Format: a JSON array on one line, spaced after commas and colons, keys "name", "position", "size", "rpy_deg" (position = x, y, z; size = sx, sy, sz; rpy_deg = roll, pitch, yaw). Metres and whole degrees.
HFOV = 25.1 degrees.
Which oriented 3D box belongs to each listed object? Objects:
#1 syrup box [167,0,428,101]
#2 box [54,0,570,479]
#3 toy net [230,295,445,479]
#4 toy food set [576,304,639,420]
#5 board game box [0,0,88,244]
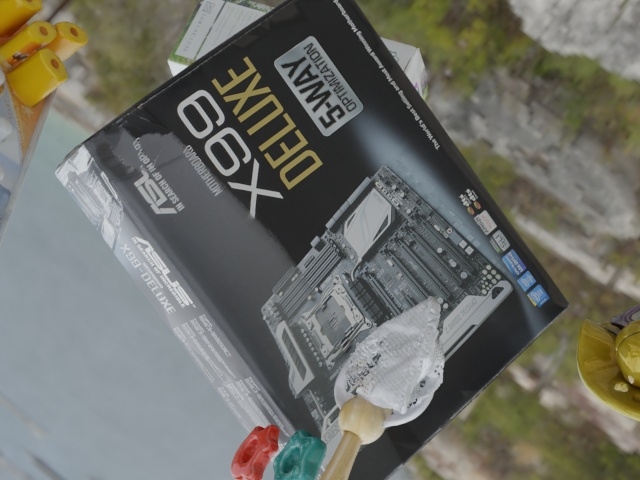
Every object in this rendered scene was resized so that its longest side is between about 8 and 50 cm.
[{"name": "syrup box", "position": [-0.021, -0.160, 1.419], "size": [0.236, 0.093, 0.096], "rpy_deg": [19, 160, 18]}, {"name": "box", "position": [0.000, 0.000, 1.022], "size": [0.307, 0.242, 0.076], "rpy_deg": [55, 151, -5]}, {"name": "toy net", "position": [0.006, 0.126, 0.847], "size": [0.045, 0.232, 0.122], "rpy_deg": [32, -166, -23]}, {"name": "toy food set", "position": [0.290, 0.063, 1.031], "size": [0.128, 0.217, 0.071], "rpy_deg": [-127, 35, -51]}, {"name": "board game box", "position": [-0.330, -0.117, 0.837], "size": [0.050, 0.390, 0.390], "rpy_deg": [-31, 123, 32]}]
